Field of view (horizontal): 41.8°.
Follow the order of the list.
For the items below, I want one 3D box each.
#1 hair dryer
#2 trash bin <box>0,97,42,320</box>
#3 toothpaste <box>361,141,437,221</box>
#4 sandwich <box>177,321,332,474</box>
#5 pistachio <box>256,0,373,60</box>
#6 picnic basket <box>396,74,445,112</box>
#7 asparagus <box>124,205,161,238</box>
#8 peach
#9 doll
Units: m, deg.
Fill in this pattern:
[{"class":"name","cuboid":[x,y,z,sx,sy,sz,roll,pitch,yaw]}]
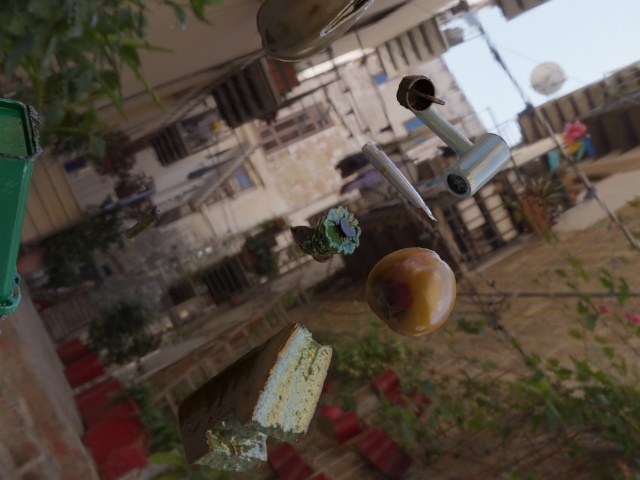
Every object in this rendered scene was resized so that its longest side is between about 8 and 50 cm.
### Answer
[{"class":"hair dryer","cuboid":[0.232,-0.197,1.563,0.236,0.131,0.073,47,-30,7]},{"class":"trash bin","cuboid":[-0.634,-0.049,1.457,0.381,0.259,0.295,-63,-144,32]},{"class":"toothpaste","cuboid":[0.143,-0.104,1.514,0.190,0.031,0.048,49,10,14]},{"class":"sandwich","cuboid":[-0.088,0.237,1.244,0.122,0.235,0.128,33,25,-39]},{"class":"pistachio","cuboid":[-0.002,-0.386,1.362,0.153,0.238,0.138,48,0,38]},{"class":"picnic basket","cuboid":[0.181,-0.256,1.477,0.083,0.072,0.072,34,-36,52]},{"class":"asparagus","cuboid":[-0.336,-0.033,1.596,0.024,0.025,0.248,40,-23,-13]},{"class":"peach","cuboid":[0.143,0.076,1.290,0.138,0.138,0.138,50,-25,33]},{"class":"doll","cuboid":[0.000,0.005,1.264,0.078,0.113,0.076,47,30,-20]}]
